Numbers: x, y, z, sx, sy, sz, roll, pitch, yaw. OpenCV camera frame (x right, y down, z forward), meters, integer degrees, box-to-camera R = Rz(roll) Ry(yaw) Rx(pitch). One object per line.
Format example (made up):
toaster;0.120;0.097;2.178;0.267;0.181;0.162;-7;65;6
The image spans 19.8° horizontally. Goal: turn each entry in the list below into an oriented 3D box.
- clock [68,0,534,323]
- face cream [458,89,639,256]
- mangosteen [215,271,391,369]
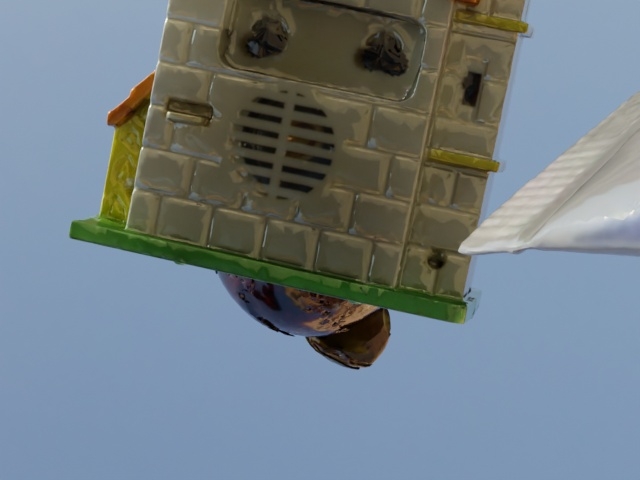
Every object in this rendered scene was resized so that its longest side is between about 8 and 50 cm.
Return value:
clock;0.004;-0.102;1.005;0.106;0.219;0.255;-18;-60;-80
face cream;0.239;-0.047;0.414;0.235;0.420;0.137;-38;-69;-26
mangosteen;0.000;0.000;1.336;0.180;0.166;0.166;75;-162;-49
